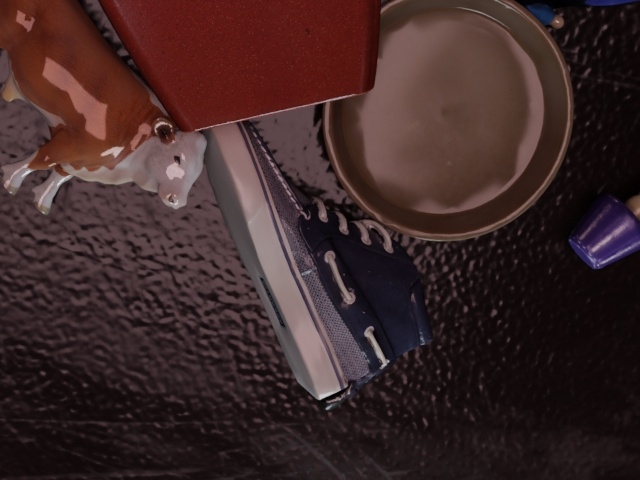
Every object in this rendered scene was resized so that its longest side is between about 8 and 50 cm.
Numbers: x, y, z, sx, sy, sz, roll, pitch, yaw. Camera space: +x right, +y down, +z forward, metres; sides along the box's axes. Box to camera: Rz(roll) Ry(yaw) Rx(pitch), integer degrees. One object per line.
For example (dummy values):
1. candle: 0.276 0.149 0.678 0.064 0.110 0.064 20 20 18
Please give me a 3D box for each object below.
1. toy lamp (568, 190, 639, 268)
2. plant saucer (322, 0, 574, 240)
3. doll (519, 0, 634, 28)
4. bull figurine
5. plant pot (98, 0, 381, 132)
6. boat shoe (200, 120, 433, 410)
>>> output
1. toy lamp: 0.396 -0.073 1.104 0.274 0.080 0.080 -41 103 0
2. plant saucer: 0.137 -0.137 1.076 0.278 0.041 0.278 -2 102 -7
3. doll: 0.267 -0.292 1.056 0.189 0.046 0.129 -5 112 0
4. bull figurine: -0.256 -0.139 0.989 0.188 0.101 0.310 -35 92 3
5. plant pot: -0.065 -0.248 0.912 0.267 0.267 0.236 -12 111 4
6. boat shoe: 0.000 0.000 1.060 0.158 0.127 0.340 -26 106 -14
